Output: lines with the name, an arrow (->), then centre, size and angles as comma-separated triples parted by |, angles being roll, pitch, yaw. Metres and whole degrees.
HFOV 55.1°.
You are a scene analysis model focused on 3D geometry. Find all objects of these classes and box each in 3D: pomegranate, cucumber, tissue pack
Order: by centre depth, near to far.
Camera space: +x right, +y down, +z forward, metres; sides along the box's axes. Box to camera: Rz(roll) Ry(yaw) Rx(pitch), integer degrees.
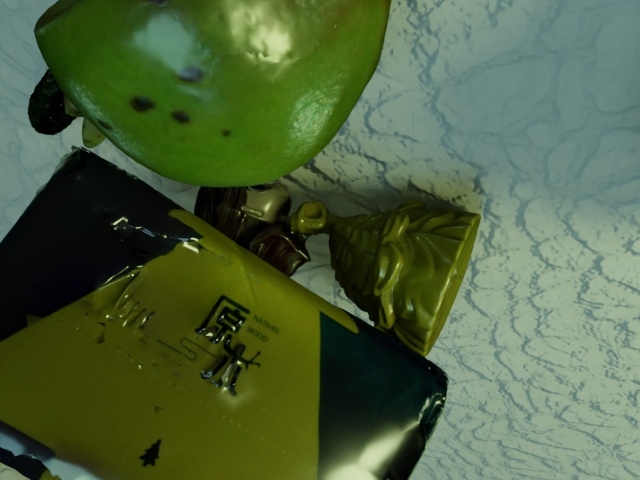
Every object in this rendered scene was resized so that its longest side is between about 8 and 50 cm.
pomegranate -> -0.093, -0.160, 0.468 | 0.340, 0.260, 0.260 | -18, 126, 46
tissue pack -> -0.131, 0.142, 0.603 | 0.416, 0.264, 0.253 | 33, 160, -6
cucumber -> -0.271, -0.177, 0.683 | 0.245, 0.067, 0.067 | -16, 127, 40

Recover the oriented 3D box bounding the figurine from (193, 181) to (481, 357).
figurine -> 0.001, -0.004, 0.693 | 0.315, 0.187, 0.168 | 20, 120, 16
